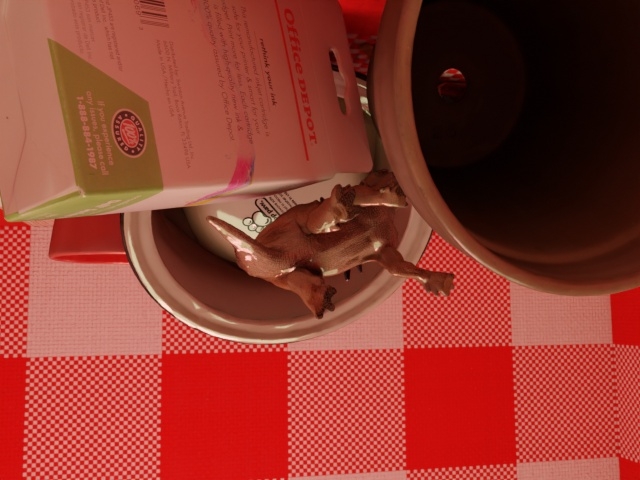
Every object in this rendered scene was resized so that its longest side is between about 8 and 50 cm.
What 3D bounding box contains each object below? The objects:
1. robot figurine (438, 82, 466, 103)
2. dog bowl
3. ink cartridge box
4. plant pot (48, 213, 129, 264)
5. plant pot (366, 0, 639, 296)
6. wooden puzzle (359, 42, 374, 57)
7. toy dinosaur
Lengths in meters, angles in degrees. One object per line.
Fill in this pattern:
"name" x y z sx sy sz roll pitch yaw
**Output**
"robot figurine" 0.234 -0.184 1.045 0.291 0.085 0.211 0 175 -7
"dog bowl" -0.055 -0.062 0.906 0.407 0.408 0.150 1 -148 -17
"ink cartridge box" -0.110 -0.138 0.616 0.119 0.207 0.353 -12 178 39
"plant pot" -0.332 -0.084 1.189 0.274 0.243 0.275 -1 174 0
"plant pot" 0.170 -0.143 0.600 0.323 0.323 0.280 1 -169 -15
"wooden puzzle" 0.115 -0.238 0.850 0.116 0.014 0.078 -4 174 24
"toy dinosaur" 0.000 0.000 0.704 0.295 0.127 0.200 -10 -170 -34
